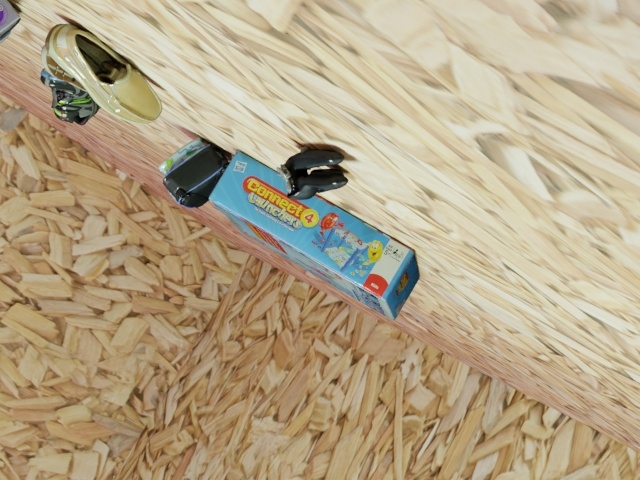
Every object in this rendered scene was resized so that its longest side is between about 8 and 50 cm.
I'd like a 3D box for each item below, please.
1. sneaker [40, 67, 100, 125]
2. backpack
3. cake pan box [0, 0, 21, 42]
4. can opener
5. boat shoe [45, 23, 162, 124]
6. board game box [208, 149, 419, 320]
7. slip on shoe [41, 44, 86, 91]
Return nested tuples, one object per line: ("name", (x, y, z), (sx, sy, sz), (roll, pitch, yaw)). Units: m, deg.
("sneaker", (-0.415, -0.236, 2.184), (0.067, 0.078, 0.188), (29, 174, 14))
("backpack", (-0.194, -0.106, 2.061), (0.084, 0.105, 0.114), (53, 180, 11))
("cake pan box", (-0.534, -0.243, 1.802), (0.070, 0.267, 0.246), (52, 167, -14))
("can opener", (-0.004, -0.081, 1.496), (0.186, 0.073, 0.059), (168, 81, -78))
("boat shoe", (-0.266, -0.208, 1.686), (0.072, 0.068, 0.190), (8, 160, 47))
("board game box", (0.000, 0.000, 2.034), (0.302, 0.086, 0.308), (30, 175, 9))
("slip on shoe", (-0.365, -0.256, 1.891), (0.041, 0.051, 0.135), (41, -174, 25))
